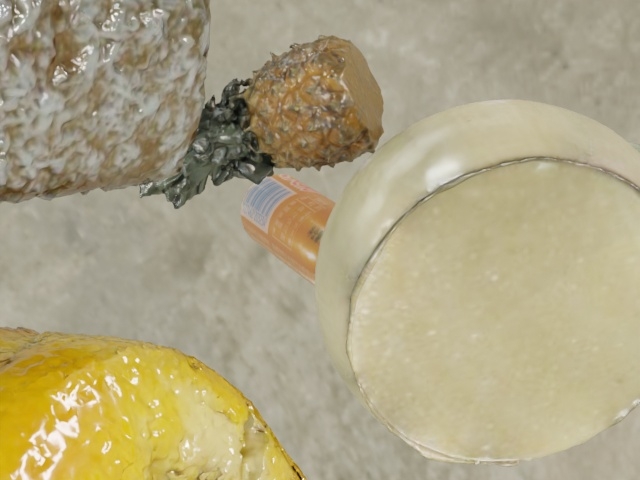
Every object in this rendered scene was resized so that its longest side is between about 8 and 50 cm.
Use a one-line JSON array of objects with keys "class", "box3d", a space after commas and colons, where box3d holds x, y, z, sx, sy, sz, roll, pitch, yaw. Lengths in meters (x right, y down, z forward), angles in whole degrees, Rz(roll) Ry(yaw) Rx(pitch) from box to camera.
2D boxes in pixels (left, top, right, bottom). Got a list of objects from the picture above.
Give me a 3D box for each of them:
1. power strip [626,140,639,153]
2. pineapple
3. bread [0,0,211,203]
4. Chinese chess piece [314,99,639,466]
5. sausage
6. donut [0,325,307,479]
[{"class": "power strip", "box3d": [0.252, -0.098, 1.663, 0.078, 0.272, 0.052, -3, 82, 54]}, {"class": "pineapple", "box3d": [-0.065, -0.106, 1.448, 0.248, 0.128, 0.128, -18, 58, 22]}, {"class": "bread", "box3d": [-0.112, -0.214, 0.519, 0.165, 0.417, 0.113, -13, 26, -42]}, {"class": "Chinese chess piece", "box3d": [0.164, 0.041, 1.351, 0.338, 0.338, 0.140, -20, 30, 0]}, {"class": "sausage", "box3d": [0.000, 0.000, 1.682, 0.093, 0.093, 0.312, -36, 23, -9]}, {"class": "donut", "box3d": [-0.088, 0.151, 0.576, 0.118, 0.253, 0.253, -18, 55, 35]}]
